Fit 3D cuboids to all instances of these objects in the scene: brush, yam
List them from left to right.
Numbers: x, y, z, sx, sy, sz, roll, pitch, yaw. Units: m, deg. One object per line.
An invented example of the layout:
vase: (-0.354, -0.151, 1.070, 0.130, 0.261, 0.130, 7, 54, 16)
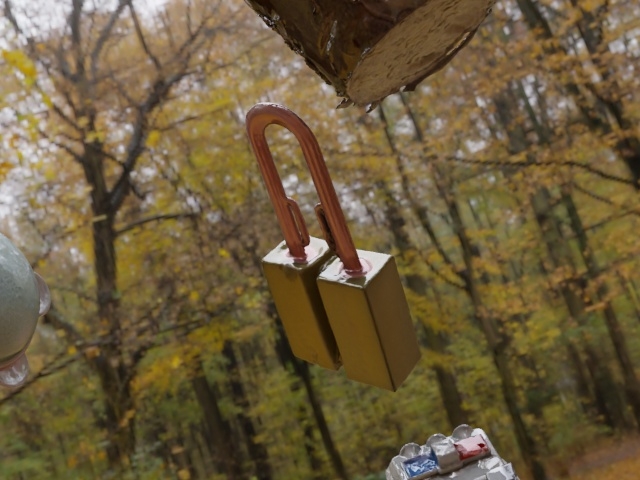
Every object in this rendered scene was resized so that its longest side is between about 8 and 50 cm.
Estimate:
yam: (-0.021, -0.209, 0.652, 0.131, 0.279, 0.131, -39, -18, -16)
brush: (0.000, 0.000, 0.709, 0.103, 0.233, 0.047, 13, 44, 38)

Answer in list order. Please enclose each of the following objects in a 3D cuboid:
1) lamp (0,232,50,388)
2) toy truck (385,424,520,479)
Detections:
lamp: (-0.401, 0.046, 1.081, 0.108, 0.179, 0.246, -30, -53, 27)
toy truck: (0.108, 0.226, 0.689, 0.161, 0.213, 0.177, -18, -57, -7)
